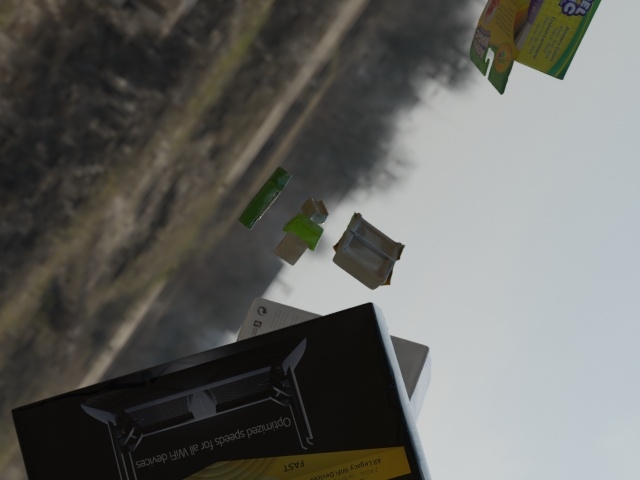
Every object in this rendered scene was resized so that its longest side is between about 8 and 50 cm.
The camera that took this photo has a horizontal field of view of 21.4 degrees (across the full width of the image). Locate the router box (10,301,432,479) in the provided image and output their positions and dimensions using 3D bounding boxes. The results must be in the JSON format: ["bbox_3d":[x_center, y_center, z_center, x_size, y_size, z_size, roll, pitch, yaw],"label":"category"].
[{"bbox_3d":[-0.066,0.208,1.349,0.309,0.243,0.081,-16,171,6],"label":"router box"}]

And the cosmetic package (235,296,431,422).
[{"bbox_3d":[0.018,0.155,2.113,0.117,0.231,0.085,76,33,-66],"label":"cosmetic package"}]

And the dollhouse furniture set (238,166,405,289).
[{"bbox_3d":[0.000,0.000,1.617,0.058,0.152,0.076,-51,-174,34],"label":"dollhouse furniture set"}]

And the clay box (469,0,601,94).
[{"bbox_3d":[0.200,-0.230,1.409,0.127,0.053,0.222,-111,-138,-66],"label":"clay box"}]
